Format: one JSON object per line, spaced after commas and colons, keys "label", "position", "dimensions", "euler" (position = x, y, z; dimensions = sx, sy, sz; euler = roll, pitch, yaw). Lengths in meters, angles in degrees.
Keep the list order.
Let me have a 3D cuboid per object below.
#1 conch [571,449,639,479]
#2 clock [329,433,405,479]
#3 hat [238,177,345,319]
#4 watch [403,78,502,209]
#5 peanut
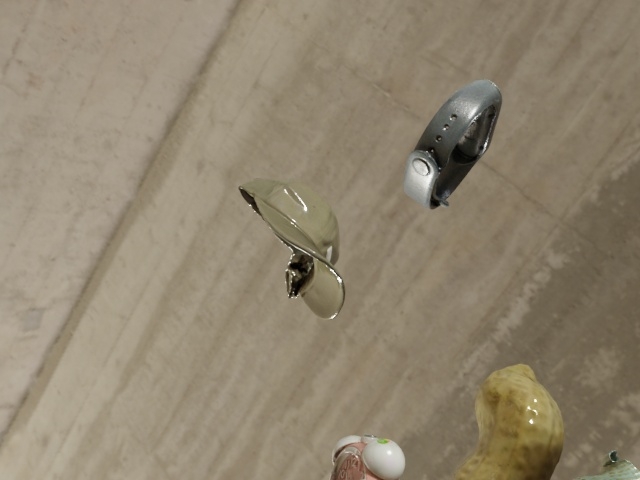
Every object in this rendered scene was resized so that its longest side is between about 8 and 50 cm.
{"label": "conch", "position": [0.466, 0.462, 1.239], "dimensions": [0.131, 0.172, 0.200], "euler": [-17, -67, -25]}
{"label": "clock", "position": [0.074, 0.382, 1.148], "dimensions": [0.092, 0.162, 0.166], "euler": [12, -15, -21]}
{"label": "hat", "position": [0.000, 0.000, 0.875], "dimensions": [0.144, 0.173, 0.166], "euler": [-43, -56, -29]}
{"label": "watch", "position": [0.191, -0.132, 1.103], "dimensions": [0.193, 0.068, 0.206], "euler": [-46, -19, -27]}
{"label": "peanut", "position": [0.190, 0.229, 0.765], "dimensions": [0.098, 0.103, 0.230], "euler": [54, -128, -43]}
